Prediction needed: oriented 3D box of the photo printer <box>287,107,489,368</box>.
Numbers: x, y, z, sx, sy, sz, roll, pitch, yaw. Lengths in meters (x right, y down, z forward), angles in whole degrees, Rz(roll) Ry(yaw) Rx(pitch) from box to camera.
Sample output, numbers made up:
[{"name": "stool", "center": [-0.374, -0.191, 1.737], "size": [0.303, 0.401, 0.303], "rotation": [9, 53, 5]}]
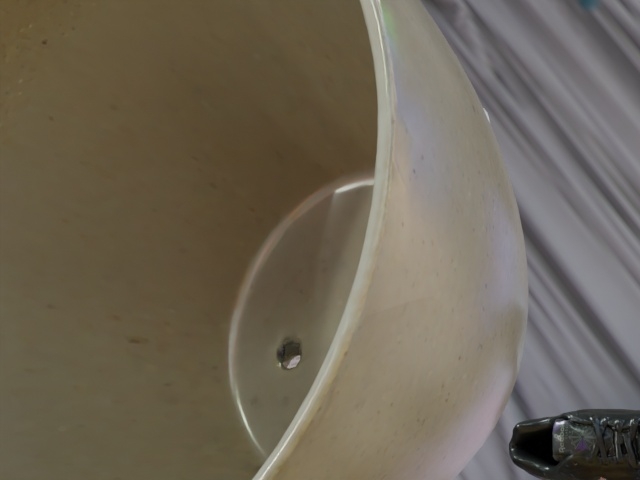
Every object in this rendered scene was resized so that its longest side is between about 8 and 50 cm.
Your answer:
[{"name": "photo printer", "center": [0.000, 0.000, 1.498], "size": [0.256, 0.107, 0.307], "rotation": [-8, -48, -28]}]

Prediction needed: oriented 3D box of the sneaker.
[{"name": "sneaker", "center": [0.303, 0.218, 1.825], "size": [0.124, 0.107, 0.283], "rotation": [15, -18, -30]}]

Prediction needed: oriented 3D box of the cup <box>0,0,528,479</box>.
[{"name": "cup", "center": [-0.040, 0.019, 0.794], "size": [0.331, 0.331, 0.237], "rotation": [-42, -37, 18]}]
